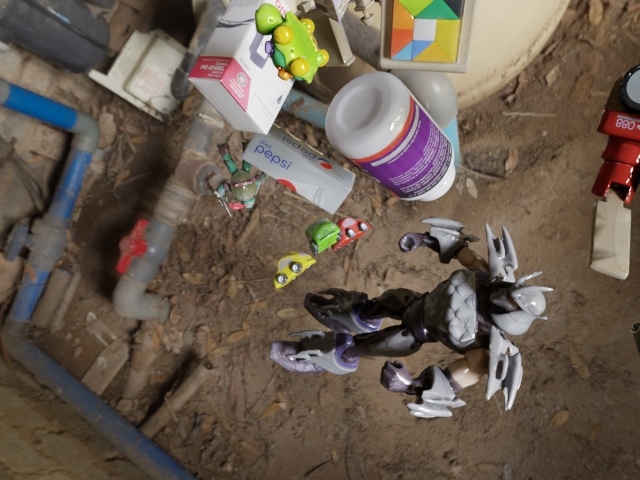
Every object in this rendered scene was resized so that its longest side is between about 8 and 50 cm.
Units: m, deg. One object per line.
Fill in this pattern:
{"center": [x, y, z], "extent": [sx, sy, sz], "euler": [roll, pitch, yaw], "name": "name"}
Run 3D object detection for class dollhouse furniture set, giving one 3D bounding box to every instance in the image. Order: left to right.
{"center": [0.102, -0.726, 1.683], "extent": [0.303, 0.173, 0.355], "euler": [15, 52, 40], "name": "dollhouse furniture set"}

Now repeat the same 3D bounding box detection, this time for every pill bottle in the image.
{"center": [0.165, -0.200, 1.111], "extent": [0.182, 0.323, 0.181], "euler": [-16, 61, 32], "name": "pill bottle"}

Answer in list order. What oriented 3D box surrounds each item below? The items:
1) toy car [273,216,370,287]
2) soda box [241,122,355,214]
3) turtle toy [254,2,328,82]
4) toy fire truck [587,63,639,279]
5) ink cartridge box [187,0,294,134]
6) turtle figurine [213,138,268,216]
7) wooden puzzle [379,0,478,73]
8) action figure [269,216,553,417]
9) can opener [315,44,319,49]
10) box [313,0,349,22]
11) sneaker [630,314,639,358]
{"center": [0.000, 0.000, 1.023], "extent": [0.239, 0.225, 0.053], "euler": [-33, 80, -10], "name": "toy car"}
{"center": [-0.055, -0.192, 1.370], "extent": [0.286, 0.091, 0.098], "euler": [32, 124, -10], "name": "soda box"}
{"center": [-0.049, -0.292, 0.776], "extent": [0.066, 0.095, 0.130], "euler": [-19, 107, 35], "name": "turtle toy"}
{"center": [0.425, -0.066, 0.618], "extent": [0.217, 0.159, 0.246], "euler": [23, 103, 28], "name": "toy fire truck"}
{"center": [-0.135, -0.365, 1.063], "extent": [0.100, 0.172, 0.237], "euler": [15, 72, 32], "name": "ink cartridge box"}
{"center": [-0.237, -0.186, 1.596], "extent": [0.176, 0.118, 0.234], "euler": [-15, 114, -18], "name": "turtle figurine"}
{"center": [0.251, -0.503, 1.242], "extent": [0.221, 0.238, 0.044], "euler": [8, 49, 12], "name": "wooden puzzle"}
{"center": [0.083, 0.077, 0.500], "extent": [0.285, 0.099, 0.185], "euler": [-21, 40, 45], "name": "action figure"}
{"center": [-0.115, -0.409, 1.371], "extent": [0.284, 0.076, 0.095], "euler": [-18, 107, 31], "name": "can opener"}
{"center": [0.017, -0.546, 1.126], "extent": [0.067, 0.324, 0.063], "euler": [26, 102, 0], "name": "box"}
{"center": [0.762, 0.225, 1.212], "extent": [0.064, 0.192, 0.086], "euler": [-32, 52, -6], "name": "sneaker"}
